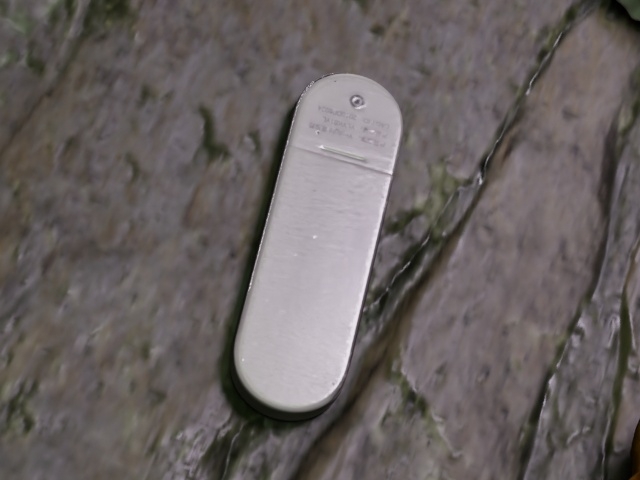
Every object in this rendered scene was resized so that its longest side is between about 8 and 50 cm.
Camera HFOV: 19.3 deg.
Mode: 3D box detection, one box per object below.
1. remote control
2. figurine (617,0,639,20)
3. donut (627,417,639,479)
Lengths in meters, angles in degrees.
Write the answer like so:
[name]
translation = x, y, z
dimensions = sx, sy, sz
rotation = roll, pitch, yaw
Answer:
[remote control]
translation = 0.000, 0.000, 1.209
dimensions = 0.077, 0.022, 0.245
rotation = 16, 64, -6
[figurine]
translation = 0.281, -0.189, 1.285
dimensions = 0.271, 0.143, 0.143
rotation = 32, 65, 3
[donut]
translation = 0.326, 0.177, 1.102
dimensions = 0.299, 0.150, 0.317
rotation = 27, 74, 1
